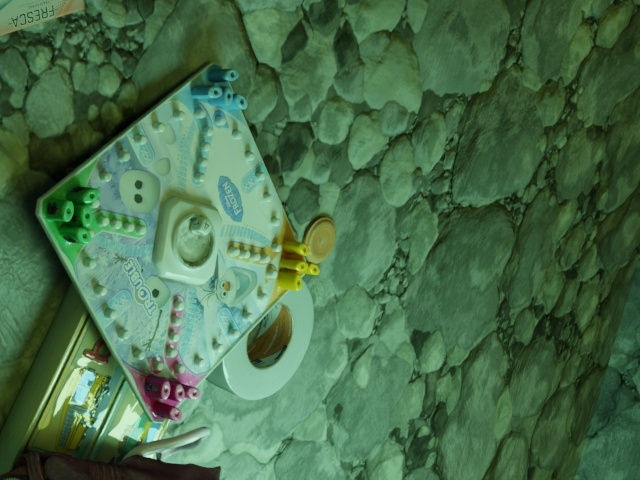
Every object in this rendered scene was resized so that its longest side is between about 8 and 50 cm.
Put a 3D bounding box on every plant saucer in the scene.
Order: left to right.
[{"bbox_3d":[0.000,0.000,2.095,0.083,0.013,0.084,-23,122,-45],"label":"plant saucer"}]

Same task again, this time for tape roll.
[{"bbox_3d":[-0.107,0.146,1.975,0.219,0.072,0.219,-26,125,-44],"label":"tape roll"}]

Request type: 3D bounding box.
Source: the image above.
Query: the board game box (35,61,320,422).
[{"bbox_3d":[-0.182,0.002,1.751,0.390,0.050,0.390,-46,126,-37],"label":"board game box"}]

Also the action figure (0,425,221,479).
[{"bbox_3d":[-0.294,0.337,1.639,0.370,0.248,0.276,19,54,-29],"label":"action figure"}]

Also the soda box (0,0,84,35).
[{"bbox_3d":[-0.375,-0.291,1.462,0.183,0.058,0.063,-30,127,-42],"label":"soda box"}]

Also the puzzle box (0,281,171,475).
[{"bbox_3d":[-0.318,0.234,1.763,0.272,0.052,0.409,32,79,-52],"label":"puzzle box"}]
